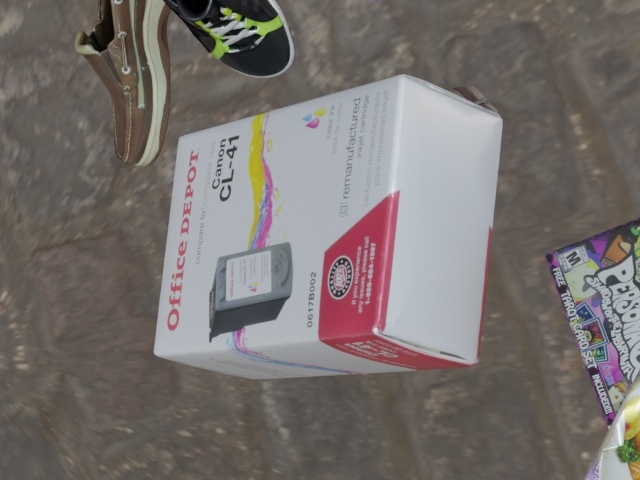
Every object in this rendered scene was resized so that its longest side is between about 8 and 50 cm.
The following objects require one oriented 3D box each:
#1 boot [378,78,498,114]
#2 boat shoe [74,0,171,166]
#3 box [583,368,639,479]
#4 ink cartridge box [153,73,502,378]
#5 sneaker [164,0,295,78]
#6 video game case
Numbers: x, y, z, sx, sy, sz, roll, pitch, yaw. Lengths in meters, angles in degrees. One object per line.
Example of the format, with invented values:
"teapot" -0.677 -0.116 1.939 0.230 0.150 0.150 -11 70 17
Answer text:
"boot" 0.130 -0.146 1.626 0.087 0.042 0.118 -27 61 -28
"boat shoe" -0.212 -0.201 1.580 0.095 0.095 0.257 -5 111 -24
"box" 0.253 0.068 0.990 0.063 0.067 0.324 27 106 14
"ink cartridge box" 0.000 0.000 1.330 0.131 0.306 0.226 18 72 -40
"sneaker" -0.108 -0.214 1.363 0.084 0.097 0.234 -27 128 22
"video game case" 0.370 0.084 1.572 0.210 0.042 0.232 -21 71 13
